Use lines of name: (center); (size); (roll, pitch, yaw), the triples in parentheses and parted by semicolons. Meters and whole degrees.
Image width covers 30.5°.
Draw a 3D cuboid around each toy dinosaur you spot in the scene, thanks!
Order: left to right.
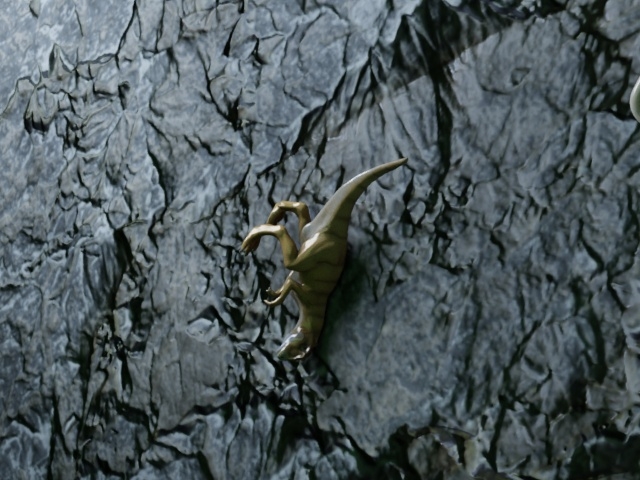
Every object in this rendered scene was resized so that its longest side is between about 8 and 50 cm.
toy dinosaur: (0.000, 0.000, 1.011); (0.112, 0.064, 0.211); (26, 110, 18)

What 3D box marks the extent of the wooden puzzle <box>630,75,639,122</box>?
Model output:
wooden puzzle: (0.341, -0.134, 0.754); (0.239, 0.044, 0.220); (38, 107, 47)
